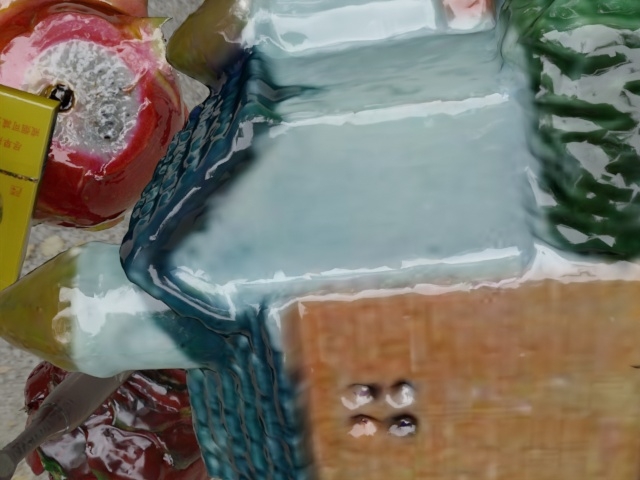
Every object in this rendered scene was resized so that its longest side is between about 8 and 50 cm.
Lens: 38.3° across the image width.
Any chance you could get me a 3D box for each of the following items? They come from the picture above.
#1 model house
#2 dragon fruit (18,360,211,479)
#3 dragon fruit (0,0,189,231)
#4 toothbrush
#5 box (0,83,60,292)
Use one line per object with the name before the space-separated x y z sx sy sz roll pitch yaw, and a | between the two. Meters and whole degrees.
model house | 0.000 0.000 0.417 0.291 0.184 0.253 -5 119 -2
dragon fruit | -0.282 0.254 1.364 0.329 0.329 0.329 0 85 4
dragon fruit | -0.217 -0.112 0.785 0.224 0.227 0.224 3 84 -28
toothbrush | -0.212 0.138 0.796 0.041 0.364 0.040 1 98 4
box | -0.247 -0.038 0.664 0.087 0.023 0.155 16 110 -12
